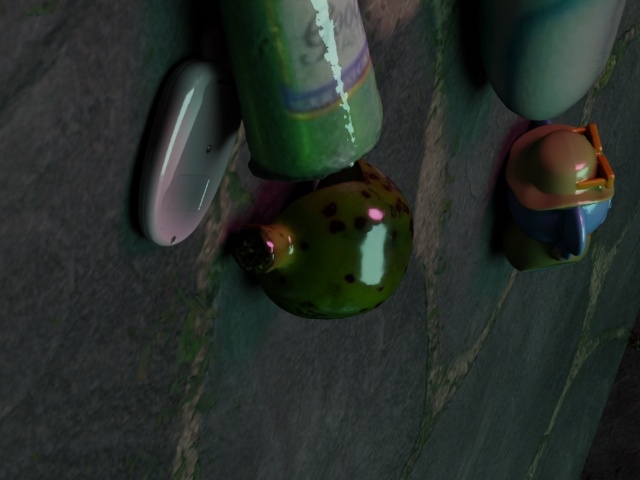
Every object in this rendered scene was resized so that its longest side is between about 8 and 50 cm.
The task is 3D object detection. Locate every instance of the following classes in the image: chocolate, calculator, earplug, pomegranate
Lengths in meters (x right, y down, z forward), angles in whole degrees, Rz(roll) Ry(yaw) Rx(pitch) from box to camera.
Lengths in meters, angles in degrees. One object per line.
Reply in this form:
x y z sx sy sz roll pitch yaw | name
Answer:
-0.026 -0.181 0.914 0.110 0.110 0.291 -51 142 -37 | chocolate
-0.089 -0.074 0.982 0.103 0.024 0.166 -4 113 -66 | calculator
0.235 -0.234 1.421 0.185 0.185 0.324 -57 162 -25 | earplug
0.010 0.009 1.165 0.143 0.122 0.169 -46 174 31 | pomegranate

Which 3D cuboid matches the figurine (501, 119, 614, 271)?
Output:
0.306 -0.056 1.806 0.262 0.154 0.180 101 8 -73 | figurine
